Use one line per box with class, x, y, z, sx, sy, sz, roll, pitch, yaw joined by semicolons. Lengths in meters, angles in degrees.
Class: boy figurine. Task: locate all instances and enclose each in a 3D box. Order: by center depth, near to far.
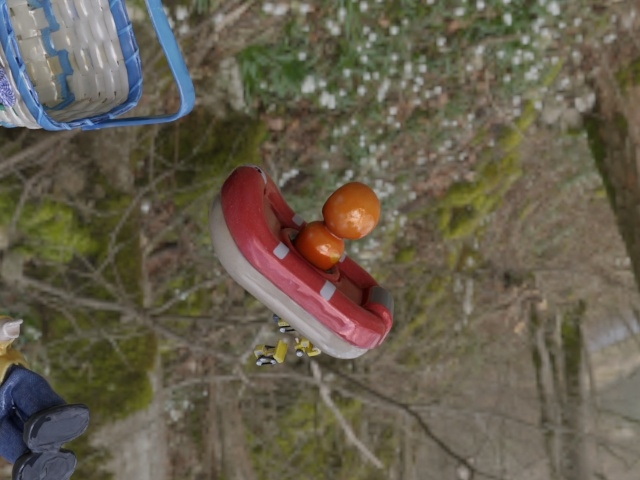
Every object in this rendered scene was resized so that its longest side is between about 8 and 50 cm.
boy figurine;-0.377;0.159;1.135;0.285;0.177;0.092;28;-166;32

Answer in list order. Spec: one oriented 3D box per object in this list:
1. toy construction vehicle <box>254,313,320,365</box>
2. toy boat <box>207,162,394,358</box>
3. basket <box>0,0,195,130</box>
toy construction vehicle;-0.042;0.130;1.417;0.098;0.086;0.035;-7;131;25
toy boat;0.000;0.000;1.042;0.231;0.151;0.151;40;-163;-7
basket;-0.296;-0.249;1.230;0.288;0.255;0.201;-9;-165;32
